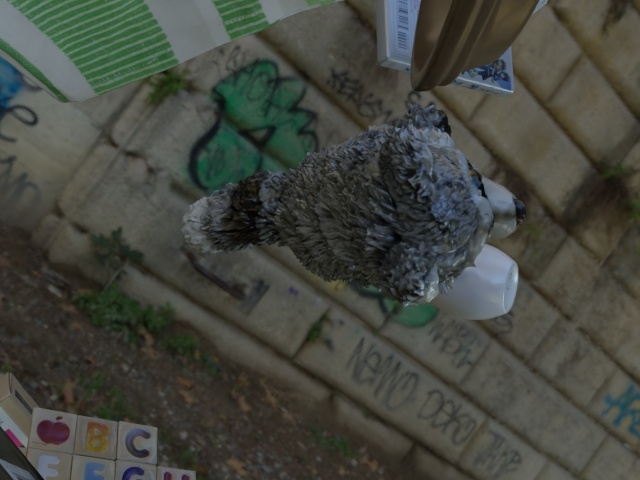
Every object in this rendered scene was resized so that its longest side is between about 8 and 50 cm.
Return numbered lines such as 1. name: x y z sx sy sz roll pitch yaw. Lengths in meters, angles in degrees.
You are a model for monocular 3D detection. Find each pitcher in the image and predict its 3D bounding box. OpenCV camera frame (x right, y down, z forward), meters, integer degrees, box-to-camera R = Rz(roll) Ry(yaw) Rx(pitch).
1. pitcher: 0.200 0.055 1.245 0.207 0.126 0.177 10 -4 27

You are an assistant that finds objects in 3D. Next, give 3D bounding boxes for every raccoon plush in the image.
1. raccoon plush: 0.000 0.000 0.857 0.216 0.446 0.299 68 21 -2

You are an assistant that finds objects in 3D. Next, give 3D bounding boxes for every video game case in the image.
1. video game case: 0.226 -0.446 1.406 0.299 0.329 0.036 6 -14 -31

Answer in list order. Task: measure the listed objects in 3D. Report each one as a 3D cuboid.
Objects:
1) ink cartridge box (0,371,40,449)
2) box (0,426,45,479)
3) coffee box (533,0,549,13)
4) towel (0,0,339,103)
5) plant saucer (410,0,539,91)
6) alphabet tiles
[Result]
1. ink cartridge box: -0.599 0.385 1.378 0.193 0.234 0.088 61 -9 -27
2. box: -0.297 0.282 0.505 0.296 0.294 0.183 43 -19 17
3. coffee box: 0.328 -0.418 1.158 0.113 0.184 0.040 47 -7 18
4. towel: -0.111 -0.201 0.536 0.248 0.324 0.038 44 34 -65
5. plant saucer: 0.097 -0.205 0.369 0.041 0.278 0.278 14 -2 -1
6. alphabet tiles: -0.280 0.366 0.926 0.285 0.011 0.343 17 42 -27
